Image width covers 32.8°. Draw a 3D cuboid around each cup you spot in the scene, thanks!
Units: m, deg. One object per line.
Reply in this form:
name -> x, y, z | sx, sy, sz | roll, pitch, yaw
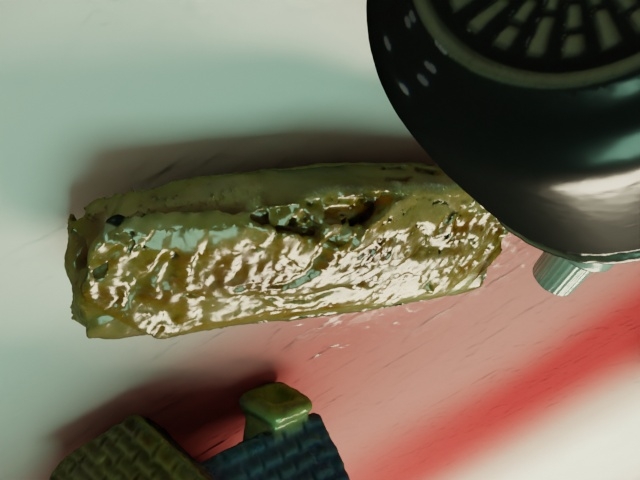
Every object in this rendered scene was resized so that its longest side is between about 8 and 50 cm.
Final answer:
cup -> 0.133, -0.100, 0.463 | 0.223, 0.169, 0.176 | -53, 150, -6

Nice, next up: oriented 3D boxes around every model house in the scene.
model house -> -0.084, 0.198, 0.795 | 0.214, 0.195, 0.189 | -14, 125, -37

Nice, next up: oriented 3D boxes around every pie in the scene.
pie -> 0.000, 0.000, 0.603 | 0.282, 0.068, 0.129 | -3, 145, -26

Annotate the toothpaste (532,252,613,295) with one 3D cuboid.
toothpaste -> 0.217, -0.071, 0.646 | 0.074, 0.048, 0.297 | 4, 137, -29
